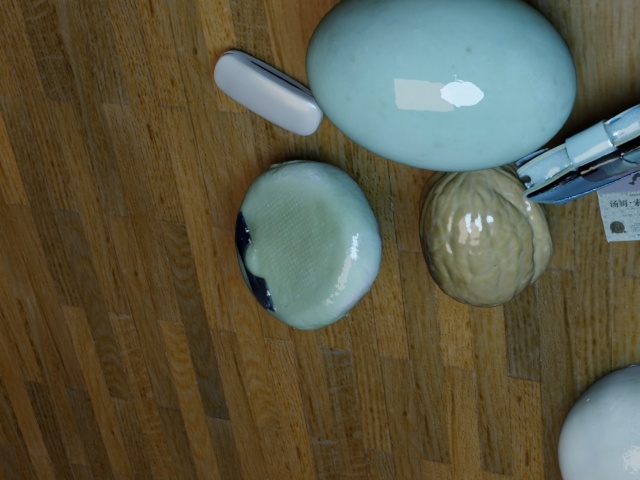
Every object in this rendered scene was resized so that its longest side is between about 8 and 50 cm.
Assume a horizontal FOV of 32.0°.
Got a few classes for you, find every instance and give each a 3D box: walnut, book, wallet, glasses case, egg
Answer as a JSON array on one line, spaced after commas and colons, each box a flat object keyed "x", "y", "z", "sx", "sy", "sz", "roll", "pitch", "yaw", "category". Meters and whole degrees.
[{"x": 0.253, "y": -0.021, "z": 1.743, "sx": 0.225, "sy": 0.225, "sz": 0.261, "roll": 5, "pitch": 131, "yaw": 25, "category": "walnut"}, {"x": 0.489, "y": -0.079, "z": 1.714, "sx": 0.127, "sy": 0.014, "sz": 0.181, "roll": -2, "pitch": 121, "yaw": 28, "category": "book"}, {"x": 0.422, "y": -0.125, "z": 1.604, "sx": 0.250, "sy": 0.176, "sz": 0.075, "roll": -25, "pitch": 74, "yaw": 33, "category": "wallet"}, {"x": -0.087, "y": -0.248, "z": 1.875, "sx": 0.204, "sy": 0.051, "sz": 0.081, "roll": 32, "pitch": 132, "yaw": 5, "category": "glasses case"}, {"x": 0.170, "y": -0.238, "z": 1.595, "sx": 0.389, "sy": 0.276, "sz": 0.276, "roll": 11, "pitch": 127, "yaw": 6, "category": "egg"}]

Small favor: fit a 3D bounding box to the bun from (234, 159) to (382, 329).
[{"x": 0.000, "y": 0.000, "z": 1.923, "sx": 0.293, "sy": 0.187, "sz": 0.293, "roll": 6, "pitch": 101, "yaw": 34, "category": "bun"}]

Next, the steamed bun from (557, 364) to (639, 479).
[{"x": 0.555, "y": 0.372, "z": 1.870, "sx": 0.324, "sy": 0.206, "sz": 0.324, "roll": 15, "pitch": 129, "yaw": 19, "category": "steamed bun"}]
